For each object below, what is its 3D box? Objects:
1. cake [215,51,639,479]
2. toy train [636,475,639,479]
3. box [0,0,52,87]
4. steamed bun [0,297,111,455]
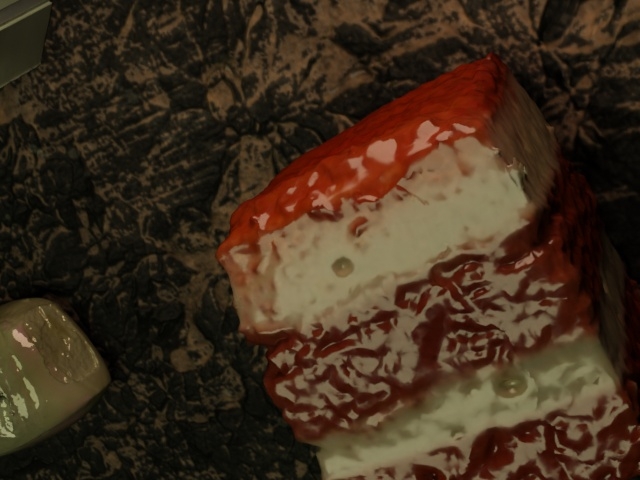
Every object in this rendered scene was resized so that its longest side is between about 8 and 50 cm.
[{"bbox_3d":[0.105,0.043,1.074,0.270,0.269,0.319,-23,102,20],"label":"cake"},{"bbox_3d":[0.360,0.201,1.143,0.228,0.136,0.091,42,128,2],"label":"toy train"},{"bbox_3d":[-0.403,-0.237,1.296,0.225,0.129,0.086,28,126,11],"label":"box"},{"bbox_3d":[-0.376,0.175,1.508,0.239,0.152,0.170,-26,102,34],"label":"steamed bun"}]
